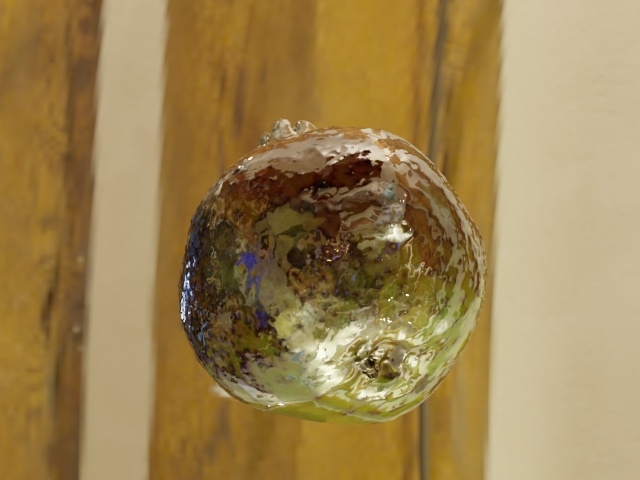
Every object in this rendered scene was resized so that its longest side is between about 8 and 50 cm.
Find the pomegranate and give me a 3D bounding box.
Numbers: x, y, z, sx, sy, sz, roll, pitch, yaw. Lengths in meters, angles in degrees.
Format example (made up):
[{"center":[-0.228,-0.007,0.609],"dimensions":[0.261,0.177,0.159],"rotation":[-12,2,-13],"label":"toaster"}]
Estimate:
[{"center":[0.000,0.000,1.624],"dimensions":[0.285,0.285,0.341],"rotation":[-59,-148,27],"label":"pomegranate"}]
